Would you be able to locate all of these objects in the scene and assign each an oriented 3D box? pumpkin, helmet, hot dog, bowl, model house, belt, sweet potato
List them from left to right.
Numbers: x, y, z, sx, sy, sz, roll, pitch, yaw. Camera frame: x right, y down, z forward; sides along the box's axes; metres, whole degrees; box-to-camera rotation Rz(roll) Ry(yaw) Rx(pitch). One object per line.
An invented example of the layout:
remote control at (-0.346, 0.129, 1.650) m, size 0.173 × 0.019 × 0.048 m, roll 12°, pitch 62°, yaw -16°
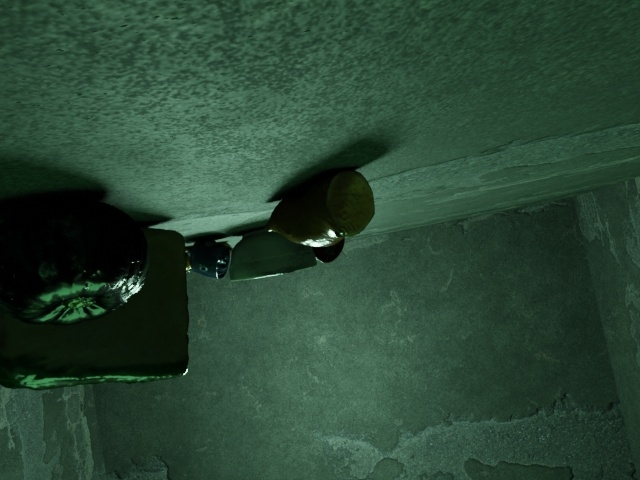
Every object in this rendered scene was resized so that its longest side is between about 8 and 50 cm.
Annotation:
model house at (-0.529, 0.146, 0.938) m, size 0.343 × 0.334 × 0.382 m, roll -16°, pitch 164°, yaw 35°
pumpkin at (-0.385, 0.033, 0.683) m, size 0.233 × 0.162 × 0.233 m, roll -21°, pitch 162°, yaw -7°
hot dog at (-0.449, 0.069, 1.675) m, size 0.236 × 0.062 × 0.092 m, roll -22°, pitch -178°, yaw -22°
belt at (-0.379, 0.058, 1.482) m, size 0.129 × 0.122 × 0.218 m, roll 15°, pitch 173°, yaw -2°
bowl at (-0.176, 0.044, 1.561) m, size 0.308 × 0.163 × 0.307 m, roll -11°, pitch 177°, yaw -1°
sweet potato at (-0.021, -0.044, 0.927) m, size 0.131 × 0.131 × 0.337 m, roll -9°, pitch 176°, yaw -31°
helmet at (0.000, 0.000, 1.745) m, size 0.175 × 0.154 × 0.106 m, roll 7°, pitch -169°, yaw -47°

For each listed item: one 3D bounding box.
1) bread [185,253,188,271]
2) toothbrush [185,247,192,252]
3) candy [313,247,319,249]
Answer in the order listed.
bread at (-0.584, 0.089, 1.777) m, size 0.077 × 0.084 × 0.367 m, roll -56°, pitch 174°, yaw 3°
toothbrush at (-0.502, 0.046, 1.750) m, size 0.031 × 0.023 × 0.321 m, roll -17°, pitch 178°, yaw -5°
candy at (-0.079, 0.010, 1.858) m, size 0.306 × 0.100 × 0.157 m, roll -6°, pitch 173°, yaw -43°
